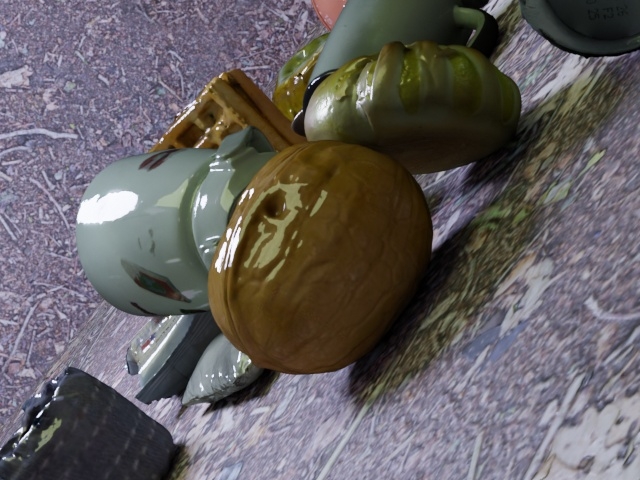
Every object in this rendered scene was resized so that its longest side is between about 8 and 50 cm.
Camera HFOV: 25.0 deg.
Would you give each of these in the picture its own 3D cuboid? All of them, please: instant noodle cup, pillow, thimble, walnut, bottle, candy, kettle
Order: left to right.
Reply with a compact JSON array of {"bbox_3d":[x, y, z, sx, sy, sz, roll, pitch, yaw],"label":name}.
[{"bbox_3d":[-0.291,0.265,1.703,0.205,0.172,0.236,-50,8,-10],"label":"thimble"},{"bbox_3d":[-0.116,-0.023,1.724,0.351,0.229,0.229,-8,42,51],"label":"bottle"},{"bbox_3d":[-0.095,0.129,1.658,0.128,0.051,0.229,-53,8,-23],"label":"pillow"},{"bbox_3d":[-0.002,0.015,1.305,0.226,0.193,0.193,-53,11,-9],"label":"walnut"},{"bbox_3d":[0.029,-0.293,2.396,0.260,0.118,0.260,-46,11,12],"label":"candy"},{"bbox_3d":[0.105,-0.229,1.788,0.240,0.165,0.255,-7,37,33],"label":"kettle"},{"bbox_3d":[0.252,-0.281,1.264,0.207,0.207,0.233,-44,21,34],"label":"instant noodle cup"}]

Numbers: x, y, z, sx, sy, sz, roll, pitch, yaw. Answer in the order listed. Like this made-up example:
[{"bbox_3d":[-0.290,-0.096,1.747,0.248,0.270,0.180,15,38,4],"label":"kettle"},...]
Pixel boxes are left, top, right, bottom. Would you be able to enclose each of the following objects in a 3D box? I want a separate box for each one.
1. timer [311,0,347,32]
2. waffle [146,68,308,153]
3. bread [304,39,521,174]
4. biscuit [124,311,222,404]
[{"bbox_3d":[0.097,-0.389,2.124,0.230,0.229,0.215,-53,17,-10],"label":"timer"},{"bbox_3d":[-0.159,-0.095,2.223,0.327,0.224,0.098,-42,5,43],"label":"waffle"},{"bbox_3d":[0.089,-0.128,1.382,0.213,0.213,0.105,148,125,-61],"label":"bread"},{"bbox_3d":[-0.197,0.137,1.992,0.186,0.079,0.309,-48,12,-3],"label":"biscuit"}]
